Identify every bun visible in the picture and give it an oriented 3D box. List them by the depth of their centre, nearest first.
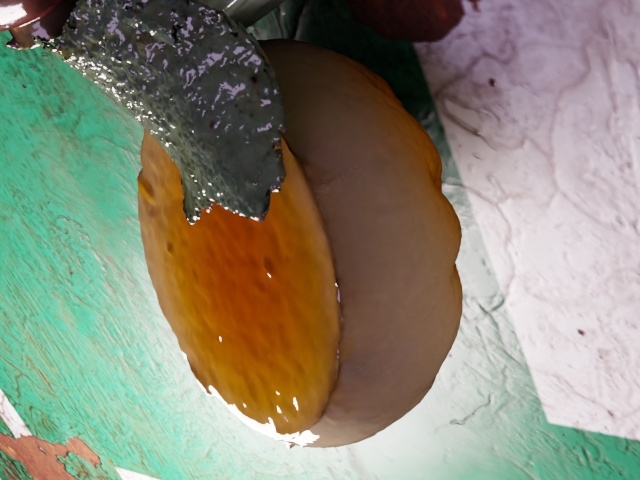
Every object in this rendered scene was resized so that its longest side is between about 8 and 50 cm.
[{"bbox_3d":[0.000,0.000,0.900,0.299,0.165,0.299,31,128,49],"label":"bun"}]

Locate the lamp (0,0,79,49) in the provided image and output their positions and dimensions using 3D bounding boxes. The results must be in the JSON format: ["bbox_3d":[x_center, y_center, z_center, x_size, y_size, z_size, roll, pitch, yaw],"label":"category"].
[{"bbox_3d":[-0.247,-0.251,0.850,0.180,0.180,0.258,-1,129,44],"label":"lamp"}]

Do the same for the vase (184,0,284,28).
[{"bbox_3d":[-0.071,-0.190,0.808,0.128,0.128,0.248,44,153,-6],"label":"vase"}]

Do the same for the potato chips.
[{"bbox_3d":[-0.108,-0.089,0.813,0.228,0.059,0.167,-1,122,55],"label":"potato chips"}]
